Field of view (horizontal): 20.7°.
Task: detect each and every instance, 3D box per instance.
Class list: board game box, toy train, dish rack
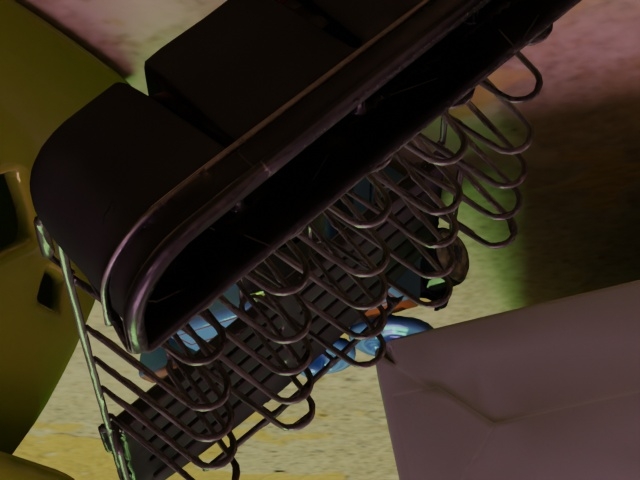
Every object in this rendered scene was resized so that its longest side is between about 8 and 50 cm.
[{"bbox_3d":[0.174,0.071,0.822,0.224,0.098,0.303,-14,172,16],"label":"board game box"},{"bbox_3d":[-0.021,0.020,0.838,0.184,0.080,0.105,-17,146,34],"label":"toy train"},{"bbox_3d":[0.000,0.000,0.621,0.208,0.074,0.271,-38,156,-21],"label":"dish rack"}]

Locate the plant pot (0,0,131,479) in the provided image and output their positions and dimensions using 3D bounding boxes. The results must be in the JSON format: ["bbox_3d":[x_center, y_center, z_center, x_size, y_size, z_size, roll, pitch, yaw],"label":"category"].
[{"bbox_3d":[-0.222,0.018,0.648,0.228,0.207,0.227,-13,156,30],"label":"plant pot"}]
